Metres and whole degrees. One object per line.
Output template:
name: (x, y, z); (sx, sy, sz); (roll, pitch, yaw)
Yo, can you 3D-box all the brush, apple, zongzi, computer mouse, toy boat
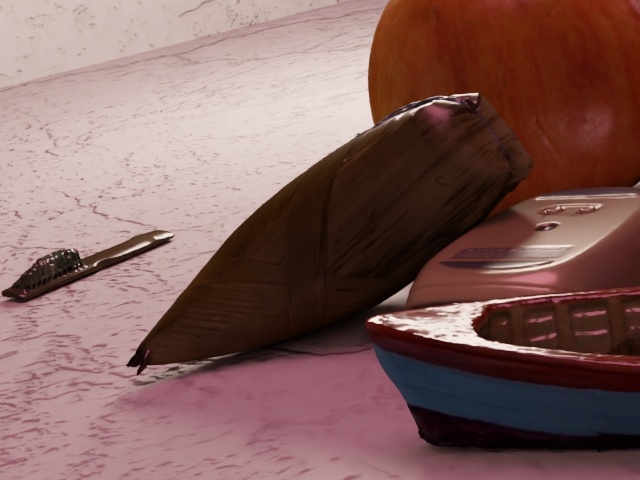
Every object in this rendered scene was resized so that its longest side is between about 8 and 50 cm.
brush: (-0.210, 0.013, 1.477); (0.034, 0.028, 0.190); (6, 20, 41)
apple: (0.177, -0.146, 1.418); (0.286, 0.233, 0.286); (-13, 13, 3)
zongzi: (0.000, 0.000, 1.128); (0.256, 0.115, 0.228); (-27, -6, -37)
computer mouse: (0.153, 0.028, 1.069); (0.145, 0.082, 0.236); (-1, 18, 31)
toy boat: (0.221, 0.064, 0.890); (0.392, 0.079, 0.136); (-5, 17, 13)
